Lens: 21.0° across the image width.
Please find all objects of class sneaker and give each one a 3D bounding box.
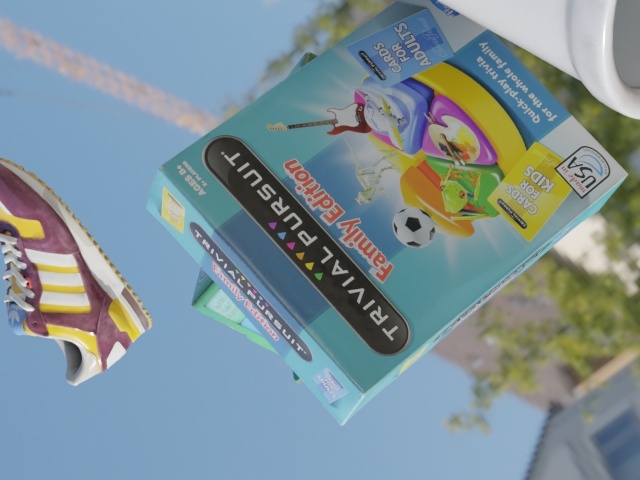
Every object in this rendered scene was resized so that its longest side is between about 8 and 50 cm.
[{"bbox_3d":[-0.202,0.023,1.243,0.185,0.084,0.069,52,164,-23],"label":"sneaker"}]

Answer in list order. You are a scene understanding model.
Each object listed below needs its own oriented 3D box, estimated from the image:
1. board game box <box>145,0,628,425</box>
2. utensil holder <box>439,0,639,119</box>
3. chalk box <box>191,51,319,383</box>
[{"bbox_3d":[0.061,-0.044,1.486,0.336,0.079,0.254,-38,-101,-27],"label":"board game box"},{"bbox_3d":[0.171,-0.326,1.368,0.385,0.327,0.327,34,-167,29],"label":"utensil holder"},{"bbox_3d":[0.000,0.000,1.658,0.179,0.180,0.289,28,-138,-16],"label":"chalk box"}]
